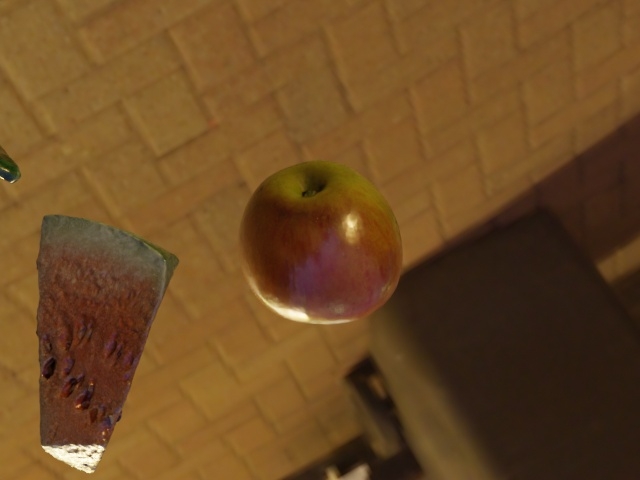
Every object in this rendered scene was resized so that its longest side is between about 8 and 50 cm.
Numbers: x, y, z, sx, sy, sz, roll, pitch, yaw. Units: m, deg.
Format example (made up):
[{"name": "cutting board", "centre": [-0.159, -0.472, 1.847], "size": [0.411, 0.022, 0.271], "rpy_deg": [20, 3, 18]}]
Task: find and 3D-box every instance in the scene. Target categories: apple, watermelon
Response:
[{"name": "apple", "centre": [0.000, 0.000, 1.870], "size": [0.196, 0.196, 0.196], "rpy_deg": [-25, 156, -12]}, {"name": "watermelon", "centre": [-0.209, 0.106, 1.516], "size": [0.094, 0.154, 0.241], "rpy_deg": [14, 89, -54]}]

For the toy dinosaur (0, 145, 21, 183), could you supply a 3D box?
[{"name": "toy dinosaur", "centre": [-0.311, -0.149, 1.224], "size": [0.447, 0.301, 0.087], "rpy_deg": [-65, 180, -79]}]
